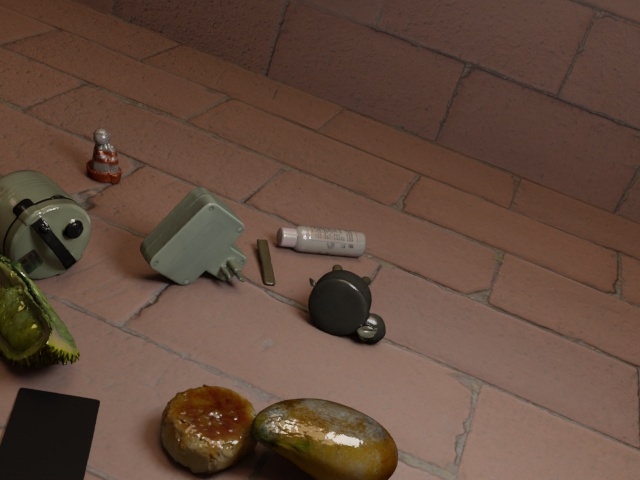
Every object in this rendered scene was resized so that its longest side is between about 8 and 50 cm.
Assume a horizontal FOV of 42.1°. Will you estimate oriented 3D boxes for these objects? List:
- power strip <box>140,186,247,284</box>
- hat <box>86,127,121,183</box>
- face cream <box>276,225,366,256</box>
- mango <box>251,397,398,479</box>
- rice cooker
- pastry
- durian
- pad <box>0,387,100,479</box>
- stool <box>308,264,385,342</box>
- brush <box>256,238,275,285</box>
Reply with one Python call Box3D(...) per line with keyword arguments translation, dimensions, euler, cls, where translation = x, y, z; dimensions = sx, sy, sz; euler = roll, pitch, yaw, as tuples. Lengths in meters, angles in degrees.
Box3D(translation=(-0.288, 0.024, 2.107), dimensions=(0.141, 0.229, 0.261), euler=(49, 5, 38), cls="power strip")
Box3D(translation=(-0.638, -0.257, 2.451), dimensions=(0.112, 0.162, 0.093), euler=(28, 32, 26), cls="hat")
Box3D(translation=(0.000, 0.000, 2.460), dimensions=(0.269, 0.082, 0.082), euler=(6, 30, -22), cls="face cream")
Box3D(translation=(0.007, 0.400, 1.647), dimensions=(0.316, 0.146, 0.193), euler=(18, 18, -18), cls="mango")
Box3D(translation=(-0.675, -0.031, 1.969), dimensions=(0.244, 0.226, 0.226), euler=(34, 31, 30), cls="rice cooker")
Box3D(translation=(-0.215, 0.369, 1.640), dimensions=(0.192, 0.093, 0.182), euler=(-8, 40, -42), cls="pastry")
Box3D(translation=(-0.594, 0.150, 1.721), dimensions=(0.158, 0.169, 0.352), euler=(-8, 36, -39), cls="durian")
Box3D(translation=(-0.508, 0.371, 1.550), dimensions=(0.160, 0.009, 0.265), euler=(12, 27, -12), cls="pad")
Box3D(translation=(0.067, 0.170, 2.148), dimensions=(0.228, 0.153, 0.139), euler=(61, 22, -11), cls="stool")
Box3D(translation=(-0.154, 0.065, 2.312), dimensions=(0.034, 0.027, 0.190), euler=(5, 38, -17), cls="brush")
